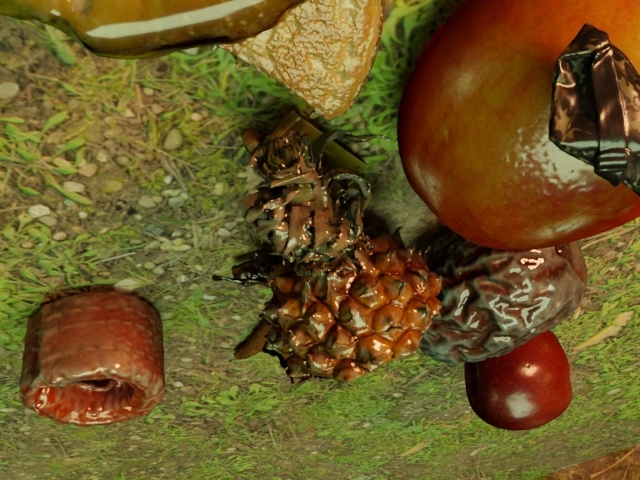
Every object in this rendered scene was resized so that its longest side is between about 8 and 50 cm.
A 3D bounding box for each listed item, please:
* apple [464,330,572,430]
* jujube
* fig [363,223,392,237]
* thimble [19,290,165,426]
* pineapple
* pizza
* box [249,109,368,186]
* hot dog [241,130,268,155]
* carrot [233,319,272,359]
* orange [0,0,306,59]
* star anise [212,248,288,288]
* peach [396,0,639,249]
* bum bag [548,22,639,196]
[{"bbox_3d":[0.397,0.275,1.398,0.201,0.218,0.218,-8,145,1],"label":"apple"},{"bbox_3d":[0.262,0.073,1.092,0.225,0.226,0.317,18,141,-35],"label":"jujube"},{"bbox_3d":[0.074,0.032,1.083,0.123,0.123,0.156,-20,-179,13],"label":"fig"},{"bbox_3d":[-0.368,0.200,1.130,0.239,0.162,0.239,-8,146,-5],"label":"thimble"},{"bbox_3d":[0.000,0.000,0.838,0.262,0.263,0.272,-17,128,9],"label":"pineapple"},{"bbox_3d":[-0.036,-0.221,0.721,0.198,0.062,0.188,7,129,-14],"label":"pizza"},{"bbox_3d":[-0.012,-0.101,0.893,0.089,0.022,0.156,-45,141,13],"label":"box"},{"bbox_3d":[-0.066,-0.112,0.887,0.034,0.030,0.090,-31,141,12],"label":"hot dog"},{"bbox_3d":[-0.108,0.181,1.285,0.047,0.047,0.191,12,145,-30],"label":"carrot"},{"bbox_3d":[-0.161,-0.278,0.462,0.368,0.210,0.271,13,115,-33],"label":"orange"},{"bbox_3d":[-0.090,0.046,1.063,0.190,0.070,0.097,1,156,-37],"label":"star anise"},{"bbox_3d":[0.264,-0.139,0.760,0.306,0.243,0.380,6,142,-30],"label":"peach"},{"bbox_3d":[0.298,-0.083,0.615,0.248,0.069,0.102,33,105,-11],"label":"bum bag"}]
